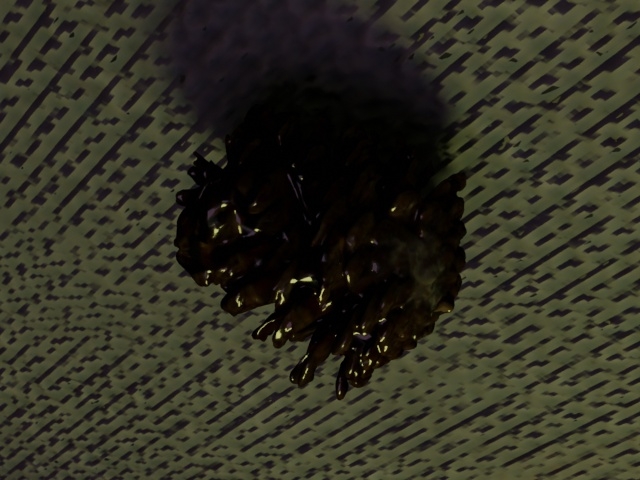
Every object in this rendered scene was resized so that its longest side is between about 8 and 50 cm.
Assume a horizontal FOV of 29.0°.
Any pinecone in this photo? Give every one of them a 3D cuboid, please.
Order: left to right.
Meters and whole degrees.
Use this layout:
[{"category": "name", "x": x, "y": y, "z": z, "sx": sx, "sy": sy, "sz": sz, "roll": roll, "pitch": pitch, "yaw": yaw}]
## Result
[{"category": "pinecone", "x": 0.000, "y": 0.000, "z": 0.348, "sx": 0.083, "sy": 0.077, "sz": 0.077, "roll": 33, "pitch": 141, "yaw": 19}]
